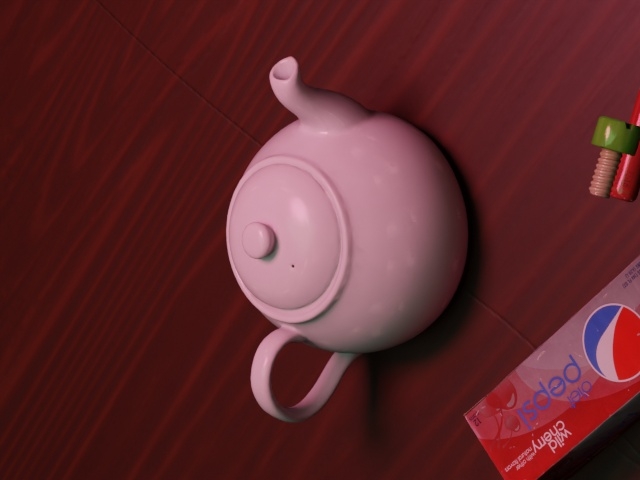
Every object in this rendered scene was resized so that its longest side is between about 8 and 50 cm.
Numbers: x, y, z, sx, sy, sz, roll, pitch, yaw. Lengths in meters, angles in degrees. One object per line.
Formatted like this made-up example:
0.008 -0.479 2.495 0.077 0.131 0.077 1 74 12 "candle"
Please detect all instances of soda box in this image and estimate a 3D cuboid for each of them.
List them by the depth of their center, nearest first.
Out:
0.246 0.109 1.387 0.263 0.083 0.092 -48 64 35 "soda box"

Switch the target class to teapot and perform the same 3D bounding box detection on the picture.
0.000 0.000 1.524 0.252 0.187 0.256 -45 67 36 "teapot"

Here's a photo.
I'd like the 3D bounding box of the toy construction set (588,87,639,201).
0.354 -0.110 1.184 0.309 0.257 0.237 21 98 45 "toy construction set"
